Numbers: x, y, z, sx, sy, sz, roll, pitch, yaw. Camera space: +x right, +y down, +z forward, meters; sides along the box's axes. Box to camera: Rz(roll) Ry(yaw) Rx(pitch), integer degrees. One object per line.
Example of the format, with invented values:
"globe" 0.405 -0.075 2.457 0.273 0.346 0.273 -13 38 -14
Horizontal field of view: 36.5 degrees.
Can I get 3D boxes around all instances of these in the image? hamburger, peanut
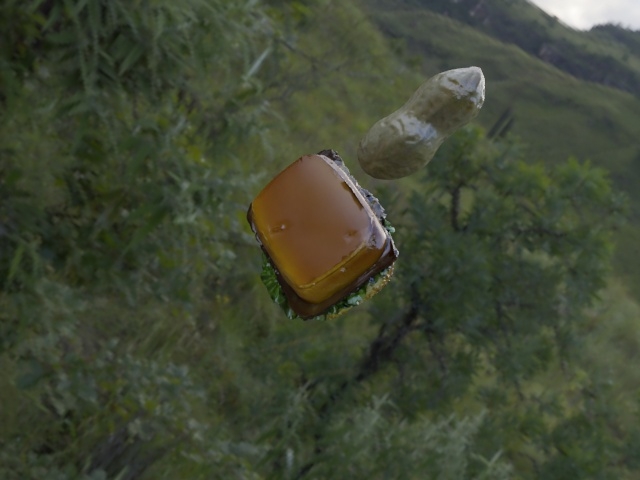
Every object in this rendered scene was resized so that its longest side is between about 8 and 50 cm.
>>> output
"hamburger" 0.000 0.000 0.930 0.087 0.137 0.166 46 12 -52
"peanut" 0.054 -0.063 0.519 0.037 0.083 0.037 34 27 -20
